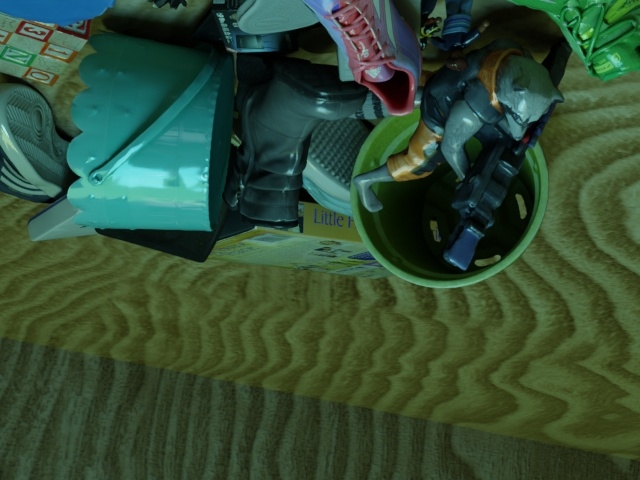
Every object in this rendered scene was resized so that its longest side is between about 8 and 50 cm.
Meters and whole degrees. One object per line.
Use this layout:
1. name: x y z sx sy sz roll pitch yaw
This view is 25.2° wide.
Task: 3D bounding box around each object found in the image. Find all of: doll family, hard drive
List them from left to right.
1. hard drive: -0.294 -0.054 2.357 0.318 0.040 0.210 -7 171 -34
2. doll family: 0.114 -0.248 1.720 0.076 0.111 0.193 22 156 -36

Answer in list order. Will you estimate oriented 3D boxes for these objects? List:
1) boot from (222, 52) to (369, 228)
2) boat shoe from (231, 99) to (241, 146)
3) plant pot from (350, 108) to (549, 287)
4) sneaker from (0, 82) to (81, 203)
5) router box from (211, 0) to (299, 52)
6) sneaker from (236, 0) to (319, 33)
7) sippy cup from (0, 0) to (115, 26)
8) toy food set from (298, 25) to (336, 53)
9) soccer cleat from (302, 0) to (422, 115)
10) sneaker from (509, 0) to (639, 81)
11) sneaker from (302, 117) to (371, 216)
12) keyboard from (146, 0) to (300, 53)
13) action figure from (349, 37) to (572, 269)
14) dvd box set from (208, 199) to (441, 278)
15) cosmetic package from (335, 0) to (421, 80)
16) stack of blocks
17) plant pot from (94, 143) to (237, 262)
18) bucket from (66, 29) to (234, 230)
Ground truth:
1. boot: -0.033 -0.117 1.822 0.118 0.223 0.338 4 -171 -17
2. boat shoe: -0.133 -0.175 2.112 0.190 0.068 0.072 30 165 -27
3. plant pot: 0.208 -0.051 2.073 0.276 0.276 0.254 2 171 17
4. sneaker: -0.481 -0.138 2.227 0.148 0.131 0.350 2 160 10
5. router box: -0.078 -0.271 1.752 0.092 0.038 0.122 -1 163 6
6. sneaker: -0.051 -0.323 1.550 0.104 0.147 0.296 -10 170 -4
7. sippy cup: -0.267 -0.345 1.417 0.240 0.224 0.305 9 160 -5
8. toy food set: 0.009 -0.261 1.833 0.082 0.020 0.083 7 159 -44
9. soccer cleat: 0.042 -0.214 1.458 0.083 0.095 0.248 -15 154 19
10. sneaker: 0.323 -0.250 1.617 0.295 0.124 0.109 16 159 -22
11. sneaker: 0.010 -0.106 2.133 0.150 0.135 0.366 -9 154 32
12. keyboard: -0.089 -0.311 1.743 0.201 0.033 0.317 8 161 -23
13. action figure: 0.154 -0.133 1.766 0.178 0.341 0.330 40 147 -25
14. dvd box set: 0.000 0.000 2.417 0.420 0.062 0.307 7 168 -30
15. cosmetic package: 0.059 -0.287 1.568 0.107 0.127 0.238 -5 154 4
16. stack of blocks: -0.367 -0.303 1.779 0.171 0.087 0.297 15 159 -21
17. plant pot: -0.220 -0.104 2.179 0.188 0.188 0.167 16 146 -24
18. bucket: -0.220 -0.141 1.918 0.183 0.281 0.281 6 161 2
